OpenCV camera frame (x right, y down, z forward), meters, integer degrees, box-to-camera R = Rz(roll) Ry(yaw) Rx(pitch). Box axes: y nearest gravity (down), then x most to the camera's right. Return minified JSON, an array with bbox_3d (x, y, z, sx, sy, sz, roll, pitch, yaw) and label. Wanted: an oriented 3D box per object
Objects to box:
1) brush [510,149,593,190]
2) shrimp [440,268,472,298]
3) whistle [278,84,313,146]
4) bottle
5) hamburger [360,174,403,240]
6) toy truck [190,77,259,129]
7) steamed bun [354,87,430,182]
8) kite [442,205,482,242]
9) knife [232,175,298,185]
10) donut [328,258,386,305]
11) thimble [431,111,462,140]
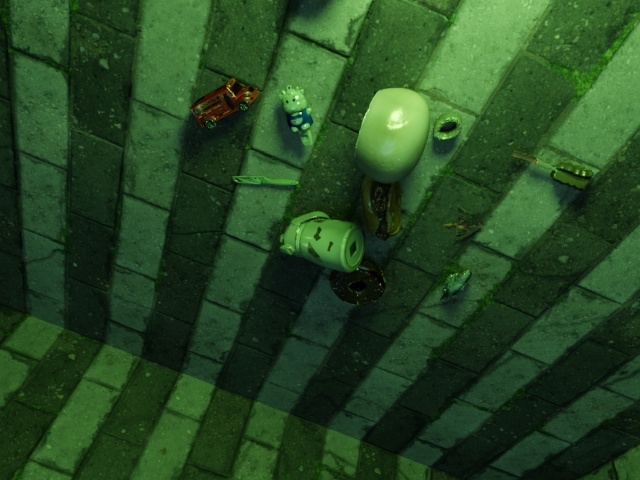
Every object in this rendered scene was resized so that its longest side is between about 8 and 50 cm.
[{"bbox_3d":[0.831,-0.264,1.823,0.300,0.071,0.084,19,119,-2],"label":"brush"},{"bbox_3d":[0.593,0.202,2.256,0.090,0.079,0.233,50,135,19],"label":"shrimp"},{"bbox_3d":[-0.081,-0.459,1.869,0.110,0.092,0.245,-8,125,14],"label":"whistle"},{"bbox_3d":[0.000,0.000,2.140,0.351,0.229,0.229,11,133,32],"label":"bottle"},{"bbox_3d":[0.243,-0.148,2.000,0.155,0.245,0.283,3,85,18],"label":"hamburger"},{"bbox_3d":[-0.356,-0.517,1.880,0.252,0.108,0.114,-19,122,27],"label":"toy truck"},{"bbox_3d":[0.258,-0.351,1.725,0.206,0.324,0.325,20,131,14],"label":"steamed bun"},{"bbox_3d":[0.585,-0.064,2.080,0.159,0.010,0.190,4,128,12],"label":"kite"},{"bbox_3d":[-0.233,-0.253,2.122,0.292,0.020,0.043,4,131,12],"label":"knife"},{"bbox_3d":[0.172,0.187,2.326,0.269,0.103,0.270,7,132,8],"label":"donut"},{"bbox_3d":[0.452,-0.406,1.801,0.109,0.062,0.084,-23,119,28],"label":"thimble"}]
